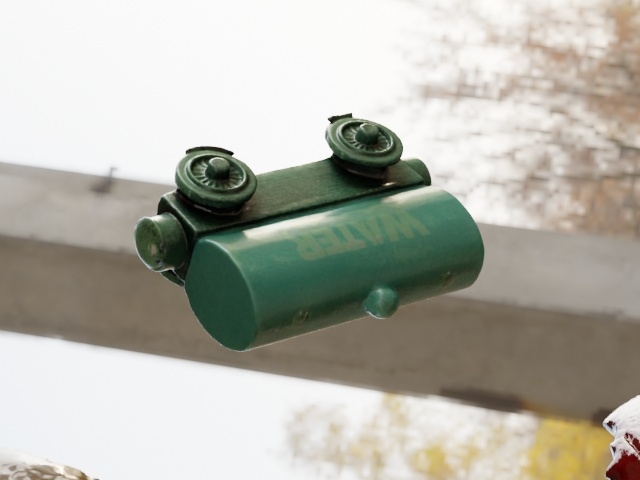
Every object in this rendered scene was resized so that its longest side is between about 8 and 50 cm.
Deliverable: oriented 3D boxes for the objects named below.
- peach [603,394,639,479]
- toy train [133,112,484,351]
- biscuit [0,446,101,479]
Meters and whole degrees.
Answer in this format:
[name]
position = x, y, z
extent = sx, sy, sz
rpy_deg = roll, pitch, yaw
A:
[peach]
position = 0.260, 0.198, 1.162
extent = 0.226, 0.196, 0.190
rpy_deg = -35, -10, -18
[toy train]
position = 0.000, 0.000, 1.167
extent = 0.248, 0.159, 0.101
rpy_deg = -16, -42, -38
[biscuit]
position = -0.147, 0.272, 0.999
extent = 0.063, 0.314, 0.367
rpy_deg = -51, -50, -42
